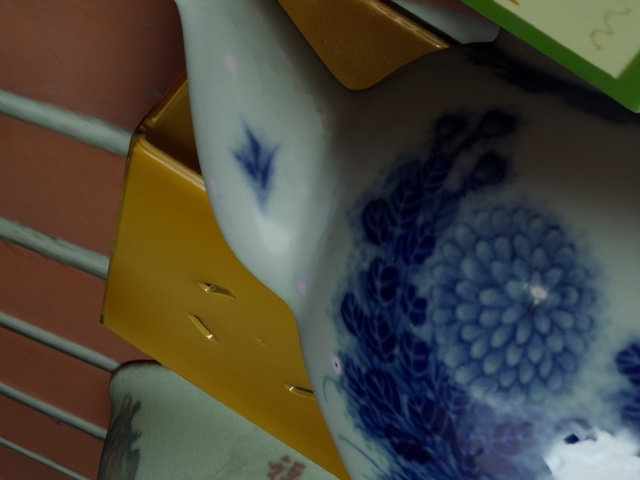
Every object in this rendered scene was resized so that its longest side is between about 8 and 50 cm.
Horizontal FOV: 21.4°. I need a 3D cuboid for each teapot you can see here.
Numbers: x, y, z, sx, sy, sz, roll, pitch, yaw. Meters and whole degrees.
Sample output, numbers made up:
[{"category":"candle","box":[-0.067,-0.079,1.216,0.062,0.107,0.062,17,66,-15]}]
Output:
[{"category":"teapot","box":[0.125,-0.009,0.643,0.424,0.280,0.252,15,-165,-3]}]

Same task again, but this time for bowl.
[{"category":"bowl","box":[-0.061,0.316,1.553,0.435,0.196,0.435,27,155,13]}]

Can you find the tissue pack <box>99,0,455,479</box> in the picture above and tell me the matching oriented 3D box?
[{"category":"tissue pack","box":[0.000,0.000,0.921,0.194,0.145,0.274,31,156,1]}]

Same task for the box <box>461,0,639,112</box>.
[{"category":"box","box":[0.088,-0.172,0.400,0.148,0.195,0.177,33,158,1]}]
